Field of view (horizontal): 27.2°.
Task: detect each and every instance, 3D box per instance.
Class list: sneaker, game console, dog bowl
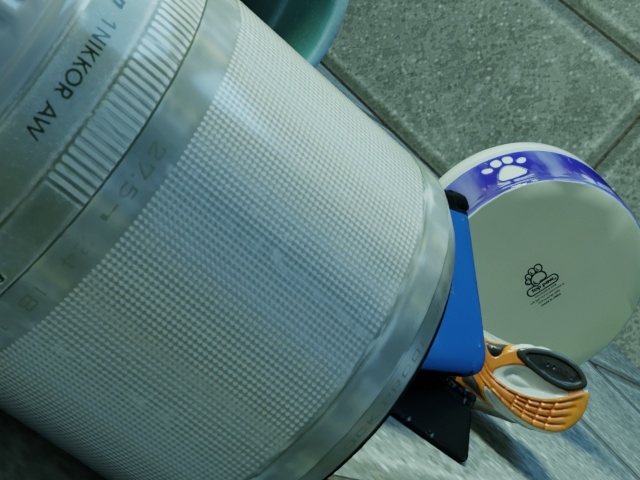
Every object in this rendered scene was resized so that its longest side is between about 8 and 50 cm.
[{"bbox_3d":[0.132,0.118,1.327,0.262,0.099,0.121,32,-16,-2],"label":"sneaker"},{"bbox_3d":[0.075,0.138,1.192,0.122,0.071,0.107,37,-19,-21],"label":"game console"},{"bbox_3d":[0.000,0.000,1.165,0.293,0.173,0.250,14,67,-56],"label":"game console"},{"bbox_3d":[0.235,0.027,1.523,0.265,0.265,0.104,36,13,-26],"label":"dog bowl"}]

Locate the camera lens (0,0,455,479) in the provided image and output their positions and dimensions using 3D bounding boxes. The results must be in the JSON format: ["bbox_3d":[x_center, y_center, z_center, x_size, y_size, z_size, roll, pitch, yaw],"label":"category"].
[{"bbox_3d":[-0.089,-0.013,0.628,0.274,0.219,0.219,39,10,-25],"label":"camera lens"}]

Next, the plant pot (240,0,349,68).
[{"bbox_3d":[-0.191,-0.308,1.323,0.341,0.341,0.334,33,4,-35],"label":"plant pot"}]
